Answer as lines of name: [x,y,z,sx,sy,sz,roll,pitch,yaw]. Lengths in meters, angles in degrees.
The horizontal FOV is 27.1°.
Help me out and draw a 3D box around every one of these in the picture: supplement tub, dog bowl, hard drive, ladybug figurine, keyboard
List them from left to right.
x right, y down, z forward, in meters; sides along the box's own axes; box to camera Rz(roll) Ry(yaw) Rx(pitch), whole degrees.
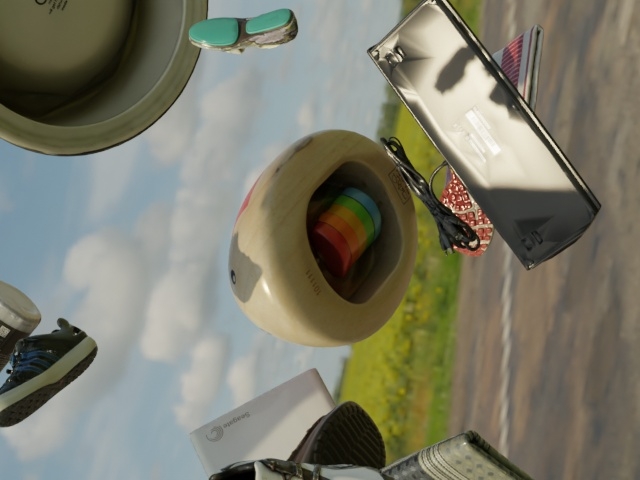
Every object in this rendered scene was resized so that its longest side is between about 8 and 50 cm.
supplement tub: [-0.568,0.167,2.224,0.190,0.117,0.117,-50,0,6]
dog bowl: [-0.353,-0.317,1.713,0.150,0.408,0.408,13,92,52]
hard drive: [-0.030,0.400,2.063,0.353,0.233,0.047,60,175,27]
ladybug figurine: [0.000,0.000,2.017,0.305,0.162,0.449,62,-144,-11]
keyboard: [0.163,-0.104,1.505,0.201,0.317,0.033,-39,-6,37]

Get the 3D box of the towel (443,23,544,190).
towel: [0.283,-0.195,2.170,0.329,0.037,0.237,150,129,-72]

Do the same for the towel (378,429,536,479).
towel: [0.205,0.364,1.647,0.312,0.324,0.056,-38,22,45]

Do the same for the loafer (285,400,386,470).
loafer: [-0.028,0.367,1.895,0.130,0.134,0.366,-24,18,40]

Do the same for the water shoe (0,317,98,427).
water shoe: [-0.380,0.173,1.731,0.203,0.080,0.073,-36,-18,-52]

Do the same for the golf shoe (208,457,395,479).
golf shoe: [-0.020,0.252,1.296,0.094,0.198,0.077,26,-116,-58]

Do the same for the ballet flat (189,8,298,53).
ballet flat: [-0.075,-0.204,1.327,0.041,0.114,0.041,-6,-90,-71]

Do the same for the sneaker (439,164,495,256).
sneaker: [0.228,-0.084,1.888,0.093,0.088,0.225,-24,-57,-51]
